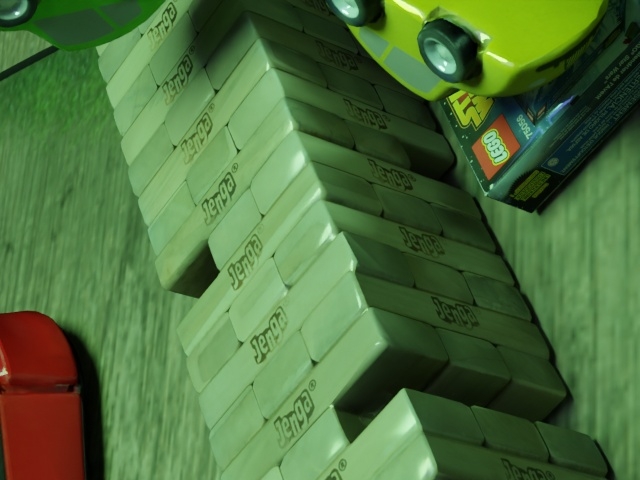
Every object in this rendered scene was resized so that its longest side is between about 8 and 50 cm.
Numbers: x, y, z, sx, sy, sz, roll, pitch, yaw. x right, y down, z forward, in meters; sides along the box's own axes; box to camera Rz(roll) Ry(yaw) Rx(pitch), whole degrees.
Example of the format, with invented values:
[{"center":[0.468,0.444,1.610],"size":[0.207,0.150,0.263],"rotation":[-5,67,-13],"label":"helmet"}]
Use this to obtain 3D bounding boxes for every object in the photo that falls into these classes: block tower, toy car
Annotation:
[{"center":[0.000,0.000,0.613],"size":[0.097,0.091,0.335],"rotation":[-49,43,27],"label":"block tower"},{"center":[-0.032,-0.115,0.595],"size":[0.053,0.225,0.239],"rotation":[81,175,-52],"label":"toy car"}]

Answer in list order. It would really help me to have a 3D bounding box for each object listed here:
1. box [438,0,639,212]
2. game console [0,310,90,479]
[{"center":[0.075,-0.090,0.605],"size":[0.094,0.027,0.137],"rotation":[-47,43,28],"label":"box"},{"center":[-0.230,0.245,0.847],"size":[0.386,0.060,0.342],"rotation":[-35,56,40],"label":"game console"}]
